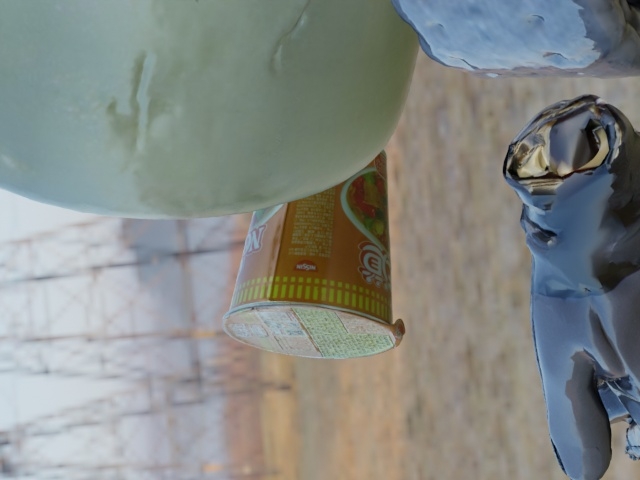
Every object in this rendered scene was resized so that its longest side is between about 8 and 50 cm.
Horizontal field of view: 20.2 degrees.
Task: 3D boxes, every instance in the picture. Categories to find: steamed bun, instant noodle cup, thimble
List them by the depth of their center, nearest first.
[{"bbox_3d":[0.136,-0.215,1.112,0.245,0.157,0.217,53,-130,-42],"label":"thimble"},{"bbox_3d":[-0.136,-0.211,1.395,0.290,0.456,0.371,-91,7,-52],"label":"steamed bun"},{"bbox_3d":[0.000,0.000,1.675,0.168,0.168,0.185,89,-174,-71],"label":"instant noodle cup"}]

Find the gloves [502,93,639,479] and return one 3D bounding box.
[{"bbox_3d":[0.168,0.042,1.047,0.142,0.119,0.285,-51,-32,-24],"label":"gloves"}]
